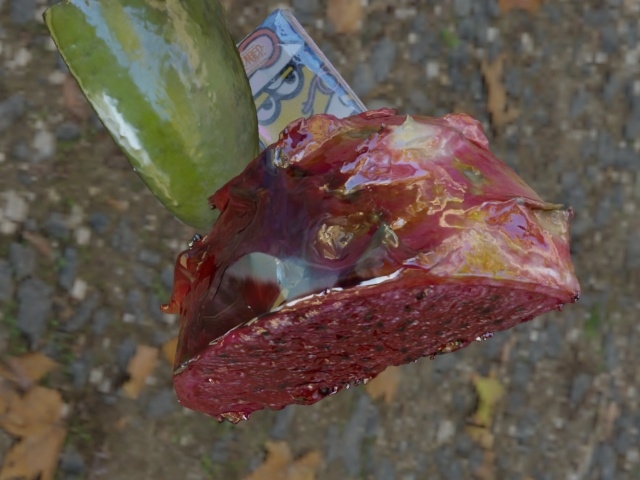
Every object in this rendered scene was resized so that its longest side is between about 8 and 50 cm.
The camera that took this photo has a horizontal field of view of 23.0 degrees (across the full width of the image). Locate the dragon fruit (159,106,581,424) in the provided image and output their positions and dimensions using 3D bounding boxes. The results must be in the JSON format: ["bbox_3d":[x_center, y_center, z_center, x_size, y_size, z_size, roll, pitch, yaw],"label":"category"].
[{"bbox_3d":[-0.006,-0.008,0.881,0.126,0.274,0.161,32,45,-47],"label":"dragon fruit"}]

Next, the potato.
[{"bbox_3d":[-0.120,-0.142,1.495,0.255,0.112,0.269,65,20,-10],"label":"potato"}]

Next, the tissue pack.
[{"bbox_3d":[-0.035,-0.155,1.689,0.155,0.115,0.065,51,11,0],"label":"tissue pack"}]
